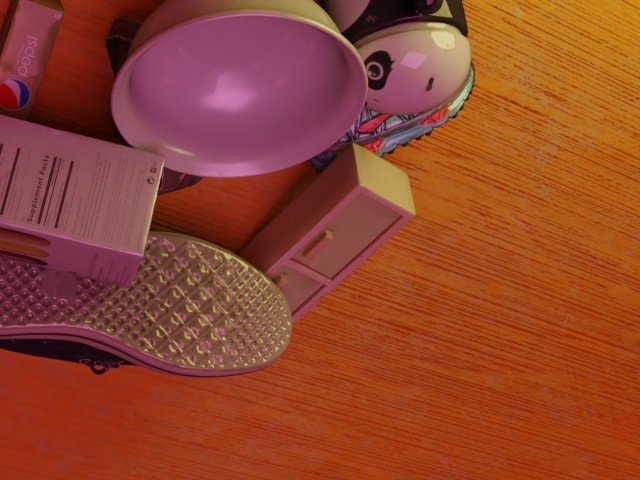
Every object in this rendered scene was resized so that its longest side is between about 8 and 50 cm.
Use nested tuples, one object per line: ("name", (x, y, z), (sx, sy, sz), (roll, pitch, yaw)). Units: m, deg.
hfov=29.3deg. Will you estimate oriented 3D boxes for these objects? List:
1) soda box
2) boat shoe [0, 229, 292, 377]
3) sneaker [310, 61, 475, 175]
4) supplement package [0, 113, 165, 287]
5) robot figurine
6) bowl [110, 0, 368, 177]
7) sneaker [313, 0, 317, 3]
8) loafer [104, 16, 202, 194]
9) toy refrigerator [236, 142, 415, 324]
("soda box", (-0.370, -0.214, 1.500), (0.058, 0.061, 0.181), (14, 110, -25))
("boat shoe", (-0.284, 0.079, 1.609), (0.500, 0.156, 0.187), (7, 78, -16))
("sneaker", (0.089, -0.190, 1.662), (0.262, 0.104, 0.125), (-33, 120, -3))
("supplement package", (-0.325, -0.049, 1.466), (0.244, 0.139, 0.134), (14, 69, -10))
("robot figurine", (0.087, -0.293, 1.525), (0.173, 0.278, 0.209), (-16, 165, 20))
("bowl", (-0.100, -0.212, 1.448), (0.297, 0.134, 0.298), (-7, 148, -4))
("sneaker", (-0.066, -0.336, 1.469), (0.145, 0.090, 0.270), (5, 156, -17))
("loafer", (-0.216, -0.161, 1.553), (0.087, 0.094, 0.251), (-45, 131, -37))
("toy refrigerator", (0.000, 0.000, 1.676), (0.102, 0.094, 0.269), (28, 126, -30))
